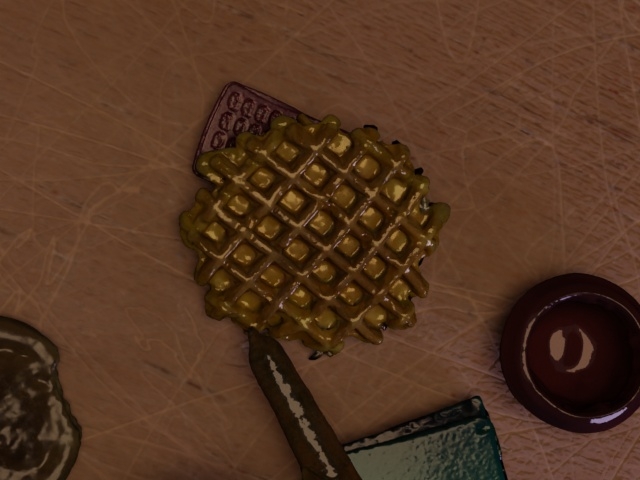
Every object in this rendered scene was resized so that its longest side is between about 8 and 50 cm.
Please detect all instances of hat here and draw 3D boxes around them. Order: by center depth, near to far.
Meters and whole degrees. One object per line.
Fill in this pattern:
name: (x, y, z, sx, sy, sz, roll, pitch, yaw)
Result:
hat: (0.316, 0.139, 1.729, 0.206, 0.089, 0.205, 1, 86, -9)

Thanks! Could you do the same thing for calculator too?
calculator: (-0.051, -0.101, 1.670, 0.191, 0.034, 0.126, 23, 86, -15)
calculator: (0.123, 0.353, 1.699, 0.248, 0.058, 0.274, -16, 89, -11)

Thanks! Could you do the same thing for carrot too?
carrot: (0.000, 0.252, 1.621, 0.070, 0.070, 0.342, -31, 91, -11)

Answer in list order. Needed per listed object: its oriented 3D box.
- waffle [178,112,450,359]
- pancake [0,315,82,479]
waffle: (-0.011, 0.000, 1.640, 0.329, 0.062, 0.329, -2, 104, -9)
pancake: (-0.382, 0.202, 1.595, 0.223, 0.042, 0.236, 3, 90, -15)
